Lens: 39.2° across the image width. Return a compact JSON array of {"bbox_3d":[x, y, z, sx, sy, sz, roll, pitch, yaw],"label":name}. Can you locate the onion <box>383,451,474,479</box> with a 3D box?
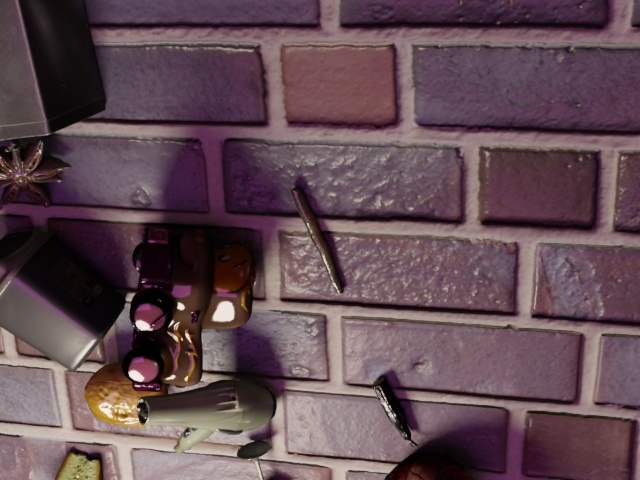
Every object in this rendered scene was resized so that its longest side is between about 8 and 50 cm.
[{"bbox_3d":[0.231,0.559,1.836,0.252,0.219,0.252,-8,79,42],"label":"onion"}]

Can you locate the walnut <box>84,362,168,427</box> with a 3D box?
[{"bbox_3d":[-0.408,0.331,1.921,0.180,0.144,0.144,-2,110,10],"label":"walnut"}]

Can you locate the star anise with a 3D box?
[{"bbox_3d":[-0.595,-0.140,1.805,0.182,0.065,0.195,-17,131,7],"label":"star anise"}]

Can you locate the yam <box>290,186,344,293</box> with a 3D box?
[{"bbox_3d":[-0.001,0.001,1.763,0.027,0.029,0.234,-9,112,44],"label":"yam"}]

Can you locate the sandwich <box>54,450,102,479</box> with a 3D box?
[{"bbox_3d":[-0.568,0.617,2.069,0.122,0.128,0.236,8,112,1],"label":"sandwich"}]

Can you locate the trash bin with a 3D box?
[{"bbox_3d":[-0.563,0.112,1.837,0.290,0.209,0.182,38,112,-9],"label":"trash bin"}]

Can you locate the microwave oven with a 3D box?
[{"bbox_3d":[-0.673,-0.355,1.667,0.432,0.236,0.374,-3,109,14],"label":"microwave oven"}]

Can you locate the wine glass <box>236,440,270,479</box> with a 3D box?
[{"bbox_3d":[-0.123,0.539,1.962,0.079,0.079,0.196,-10,107,16],"label":"wine glass"}]

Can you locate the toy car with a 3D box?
[{"bbox_3d":[-0.259,0.136,1.769,0.240,0.271,0.341,5,116,-11],"label":"toy car"}]

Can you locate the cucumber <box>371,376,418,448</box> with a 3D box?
[{"bbox_3d":[0.156,0.356,1.854,0.039,0.043,0.163,-35,106,-21],"label":"cucumber"}]

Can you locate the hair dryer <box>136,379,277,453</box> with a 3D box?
[{"bbox_3d":[-0.278,0.371,1.844,0.298,0.296,0.119,-32,59,24],"label":"hair dryer"}]
